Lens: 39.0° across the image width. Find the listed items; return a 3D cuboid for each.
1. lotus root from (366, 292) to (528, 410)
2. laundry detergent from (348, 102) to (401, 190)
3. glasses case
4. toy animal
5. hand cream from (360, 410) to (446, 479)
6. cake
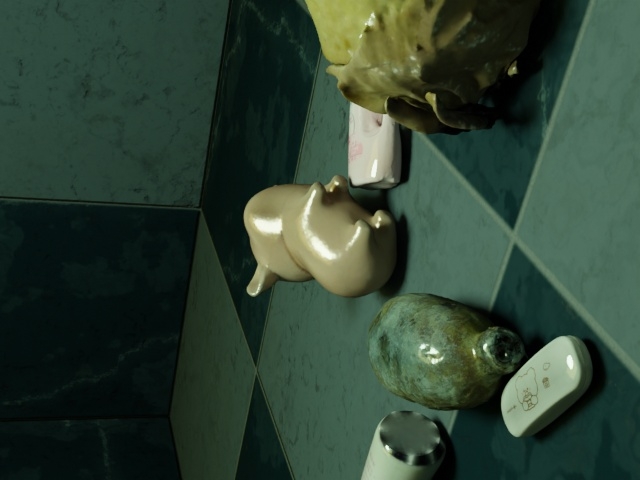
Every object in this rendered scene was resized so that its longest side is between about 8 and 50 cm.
[{"bbox_3d":[0.173,0.166,1.349,0.349,0.175,0.175,180,92,-71],"label":"lotus root"},{"bbox_3d":[0.104,-0.267,1.706,0.159,0.087,0.335,171,101,-67],"label":"laundry detergent"},{"bbox_3d":[0.290,0.192,1.173,0.193,0.049,0.074,119,148,-50],"label":"glasses case"},{"bbox_3d":[0.000,0.000,1.735,0.326,0.237,0.269,44,128,31],"label":"toy animal"},{"bbox_3d":[0.111,0.446,1.553,0.185,0.118,0.359,-52,-18,-51],"label":"hand cream"},{"bbox_3d":[0.156,-0.310,1.317,0.321,0.332,0.332,67,173,-27],"label":"cake"}]
